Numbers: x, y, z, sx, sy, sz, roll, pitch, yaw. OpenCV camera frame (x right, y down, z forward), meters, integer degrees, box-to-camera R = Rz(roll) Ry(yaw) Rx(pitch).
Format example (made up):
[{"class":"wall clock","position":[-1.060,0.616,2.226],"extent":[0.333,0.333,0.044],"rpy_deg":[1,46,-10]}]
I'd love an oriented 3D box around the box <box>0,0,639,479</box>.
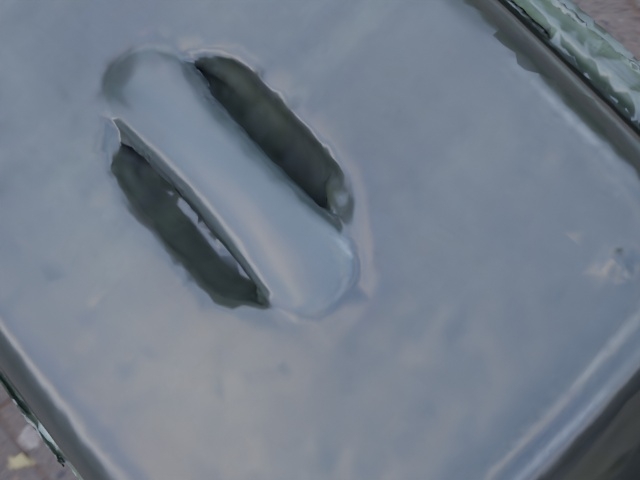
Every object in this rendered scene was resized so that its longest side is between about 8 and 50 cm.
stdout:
[{"class":"box","position":[0.000,0.000,0.470],"extent":[0.220,0.166,0.290],"rpy_deg":[-45,66,4]}]
